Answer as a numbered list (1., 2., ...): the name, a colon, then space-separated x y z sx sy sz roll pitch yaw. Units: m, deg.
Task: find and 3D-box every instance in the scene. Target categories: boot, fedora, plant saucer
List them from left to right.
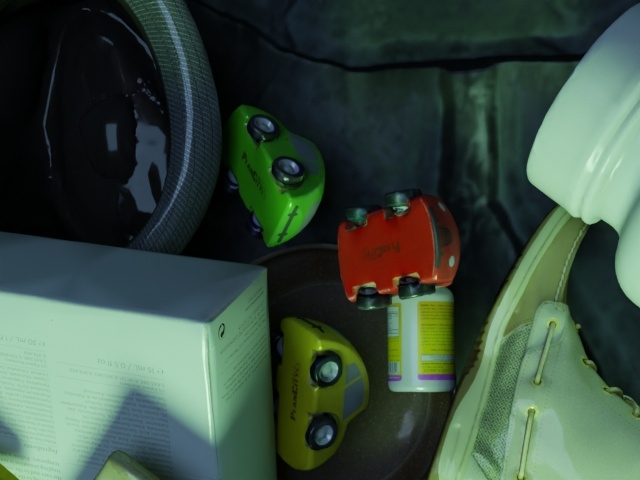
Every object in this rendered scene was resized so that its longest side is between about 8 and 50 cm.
1. fedora: -0.169 -0.092 0.950 0.244 0.124 0.275 -25 86 18
2. plant saucer: 0.001 0.102 0.917 0.199 0.036 0.198 -2 85 20
3. boot: 0.174 0.095 0.832 0.165 0.077 0.213 21 73 9

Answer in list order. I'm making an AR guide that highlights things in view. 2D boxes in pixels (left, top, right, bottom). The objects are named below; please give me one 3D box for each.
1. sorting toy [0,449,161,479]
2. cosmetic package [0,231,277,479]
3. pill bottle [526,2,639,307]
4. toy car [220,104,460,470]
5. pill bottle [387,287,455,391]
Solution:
1. sorting toy: -0.119 0.222 0.827 0.307 0.041 0.229 37 126 4
2. cosmetic package: -0.216 0.138 0.903 0.377 0.097 0.284 8 113 20
3. pill bottle: 0.281 0.002 0.749 0.319 0.176 0.176 37 98 19
4. toy car: 0.000 0.000 0.856 0.225 0.053 0.239 61 140 32
5. pill bottle: 0.065 0.055 0.855 0.043 0.043 0.083 -2 84 20
